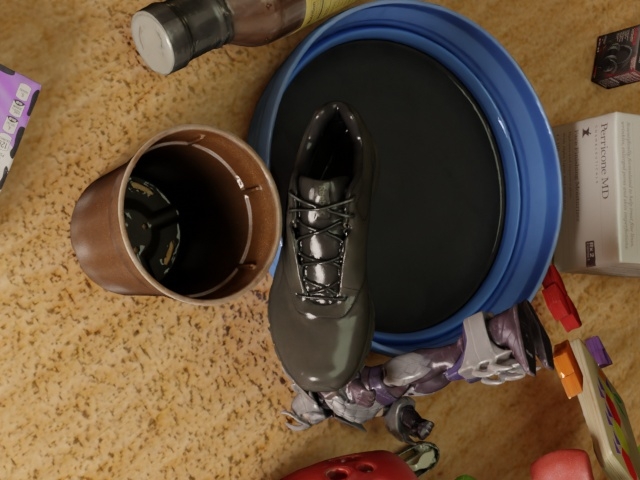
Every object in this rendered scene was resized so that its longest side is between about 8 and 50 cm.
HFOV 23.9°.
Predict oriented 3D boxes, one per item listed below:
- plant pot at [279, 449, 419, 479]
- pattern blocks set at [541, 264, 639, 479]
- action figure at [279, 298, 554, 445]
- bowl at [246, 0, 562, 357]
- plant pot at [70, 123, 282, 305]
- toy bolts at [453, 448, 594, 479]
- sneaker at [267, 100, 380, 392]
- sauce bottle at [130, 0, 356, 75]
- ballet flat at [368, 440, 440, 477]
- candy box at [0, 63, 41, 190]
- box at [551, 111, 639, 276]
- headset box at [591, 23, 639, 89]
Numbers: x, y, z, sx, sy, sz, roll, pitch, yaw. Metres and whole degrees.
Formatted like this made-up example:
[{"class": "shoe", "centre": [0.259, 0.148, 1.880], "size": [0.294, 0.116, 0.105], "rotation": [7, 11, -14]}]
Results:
[{"class": "plant pot", "centre": [0.002, 0.311, 1.483], "size": [0.174, 0.191, 0.191], "rotation": [-6, 87, -24]}, {"class": "pattern blocks set", "centre": [0.316, 0.205, 1.670], "size": [0.285, 0.026, 0.325], "rotation": [54, 19, -30]}, {"class": "action figure", "centre": [0.085, 0.140, 1.521], "size": [0.185, 0.285, 0.099], "rotation": [29, 43, -59]}, {"class": "bowl", "centre": [0.091, -0.064, 1.646], "size": [0.391, 0.077, 0.391], "rotation": [4, 82, -32]}, {"class": "plant pot", "centre": [-0.148, -0.015, 1.436], "size": [0.167, 0.165, 0.167], "rotation": [4, 82, -31]}, {"class": "toy bolts", "centre": [0.208, 0.344, 1.561], "size": [0.218, 0.228, 0.158], "rotation": [53, 26, -26]}, {"class": "sneaker", "centre": [0.000, 0.000, 1.439], "size": [0.109, 0.130, 0.286], "rotation": [0, 72, 4]}, {"class": "sauce bottle", "centre": [-0.041, -0.270, 1.568], "size": [0.344, 0.111, 0.111], "rotation": [-29, 100, -31]}, {"class": "ballet flat", "centre": [0.085, 0.247, 1.625], "size": [0.114, 0.041, 0.041], "rotation": [-26, 98, -32]}, {"class": "candy box", "centre": [-0.365, -0.084, 1.362], "size": [0.165, 0.070, 0.196], "rotation": [27, 70, -27]}, {"class": "box", "centre": [0.379, -0.050, 1.801], "size": [0.182, 0.119, 0.181], "rotation": [5, 81, -32]}, {"class": "headset box", "centre": [0.373, -0.224, 1.839], "size": [0.032, 0.083, 0.062], "rotation": [19, 75, -30]}]
